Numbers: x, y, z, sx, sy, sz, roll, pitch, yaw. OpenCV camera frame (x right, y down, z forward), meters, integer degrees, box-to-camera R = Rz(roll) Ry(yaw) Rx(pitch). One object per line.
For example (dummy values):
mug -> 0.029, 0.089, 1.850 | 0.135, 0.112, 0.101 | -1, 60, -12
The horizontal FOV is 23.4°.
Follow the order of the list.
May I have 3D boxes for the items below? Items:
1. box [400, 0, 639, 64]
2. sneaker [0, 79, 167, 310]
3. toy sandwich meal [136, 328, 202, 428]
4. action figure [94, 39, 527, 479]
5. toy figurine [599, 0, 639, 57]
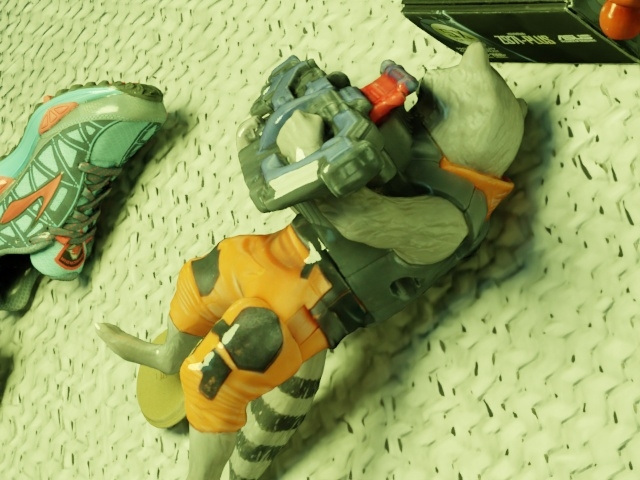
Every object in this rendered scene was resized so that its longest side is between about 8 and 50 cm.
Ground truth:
box -> 0.150, -0.206, 0.968 | 0.147, 0.077, 0.180 | 10, 76, 50
sneaker -> -0.206, -0.029, 1.275 | 0.262, 0.104, 0.125 | -38, 62, 34
toy sandwich meal -> -0.100, 0.097, 1.116 | 0.085, 0.029, 0.085 | -24, 57, 42
action figure -> 0.000, 0.000, 1.003 | 0.330, 0.178, 0.341 | -43, 15, 14
toy figurine -> 0.227, -0.165, 0.755 | 0.148, 0.209, 0.213 | 40, 94, 35
